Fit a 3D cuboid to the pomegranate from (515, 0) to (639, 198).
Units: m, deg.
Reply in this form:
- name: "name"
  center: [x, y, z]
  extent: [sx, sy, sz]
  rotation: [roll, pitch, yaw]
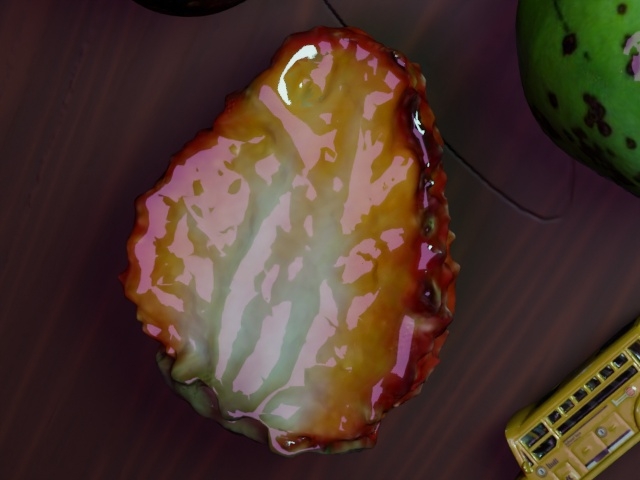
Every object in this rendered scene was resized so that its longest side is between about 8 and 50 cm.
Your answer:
- name: "pomegranate"
  center: [0.258, -0.129, 1.085]
  extent: [0.254, 0.270, 0.254]
  rotation: [-7, 69, 19]

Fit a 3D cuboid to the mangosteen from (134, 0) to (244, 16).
- name: "mangosteen"
  center: [-0.097, -0.264, 1.187]
  extent: [0.210, 0.210, 0.210]
  rotation: [6, 109, 18]

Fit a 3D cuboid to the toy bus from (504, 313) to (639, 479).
- name: "toy bus"
  center: [0.212, 0.142, 1.265]
  extent: [0.088, 0.083, 0.194]
  rotation: [47, 114, 4]

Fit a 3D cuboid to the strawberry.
- name: "strawberry"
  center: [0.000, 0.000, 1.274]
  extent: [0.265, 0.149, 0.336]
  rotation: [24, 104, 19]
